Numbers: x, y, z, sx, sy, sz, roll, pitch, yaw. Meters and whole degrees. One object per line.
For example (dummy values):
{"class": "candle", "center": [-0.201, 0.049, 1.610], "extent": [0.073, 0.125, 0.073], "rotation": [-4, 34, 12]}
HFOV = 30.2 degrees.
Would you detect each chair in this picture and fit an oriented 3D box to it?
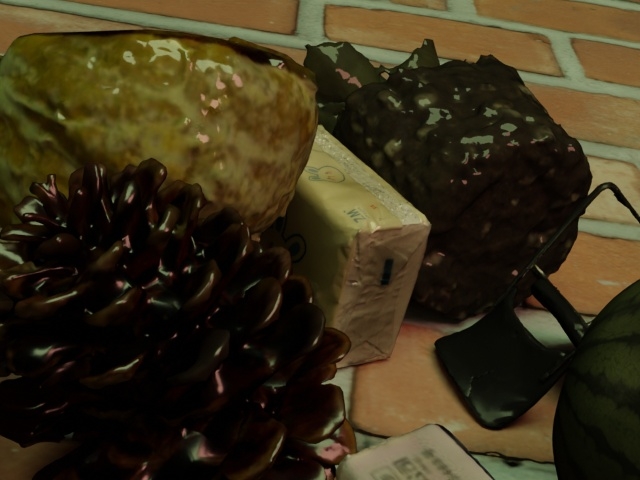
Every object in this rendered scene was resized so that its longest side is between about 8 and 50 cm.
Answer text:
{"class": "chair", "center": [0.233, 0.086, 1.055], "extent": [0.145, 0.221, 0.140], "rotation": [44, 9, -35]}

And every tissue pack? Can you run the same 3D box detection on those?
{"class": "tissue pack", "center": [0.000, 0.000, 1.076], "extent": [0.092, 0.148, 0.196], "rotation": [-4, 32, -31]}

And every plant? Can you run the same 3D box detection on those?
{"class": "plant", "center": [0.103, -0.082, 1.190], "extent": [0.215, 0.213, 0.312], "rotation": [-13, 34, -28]}

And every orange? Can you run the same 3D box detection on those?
{"class": "orange", "center": [-0.181, -0.049, 0.987], "extent": [0.271, 0.210, 0.368], "rotation": [29, -21, -36]}

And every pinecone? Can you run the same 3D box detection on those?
{"class": "pinecone", "center": [-0.111, 0.078, 0.783], "extent": [0.246, 0.292, 0.246], "rotation": [-18, 37, 14]}

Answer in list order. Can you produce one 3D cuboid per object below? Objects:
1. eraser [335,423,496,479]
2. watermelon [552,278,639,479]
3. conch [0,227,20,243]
{"class": "eraser", "center": [0.113, 0.247, 0.707], "extent": [0.086, 0.130, 0.287], "rotation": [-13, 38, -31]}
{"class": "watermelon", "center": [0.337, 0.150, 0.793], "extent": [0.359, 0.279, 0.279], "rotation": [13, 29, 15]}
{"class": "conch", "center": [-0.303, 0.071, 0.833], "extent": [0.178, 0.163, 0.245], "rotation": [3, 40, 47]}
